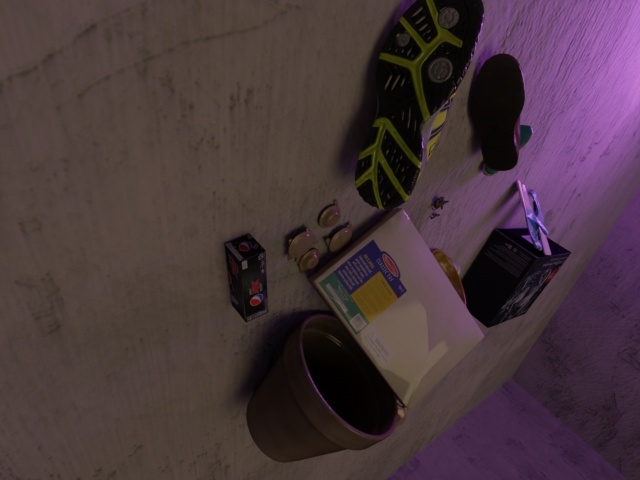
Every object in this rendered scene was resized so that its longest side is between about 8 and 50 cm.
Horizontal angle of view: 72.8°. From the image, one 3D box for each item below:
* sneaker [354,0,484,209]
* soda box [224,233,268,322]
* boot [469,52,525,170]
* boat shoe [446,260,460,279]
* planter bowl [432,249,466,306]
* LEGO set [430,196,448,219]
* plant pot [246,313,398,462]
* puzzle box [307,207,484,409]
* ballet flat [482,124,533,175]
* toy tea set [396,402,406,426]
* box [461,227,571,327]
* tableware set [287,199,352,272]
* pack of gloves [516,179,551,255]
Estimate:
[{"bbox_3d":[0.164,-0.250,0.780,0.384,0.145,0.147,-68,170,23],"label":"sneaker"},{"bbox_3d":[-0.137,0.074,0.815,0.053,0.060,0.168,-24,138,-30],"label":"soda box"},{"bbox_3d":[0.416,-0.308,1.004,0.115,0.113,0.305,-65,148,-28],"label":"boot"},{"bbox_3d":[0.378,0.144,1.400,0.063,0.066,0.184,33,101,-39],"label":"boat shoe"},{"bbox_3d":[0.346,0.142,1.299,0.090,0.217,0.217,-24,157,34],"label":"planter bowl"},{"bbox_3d":[0.306,-0.091,1.141,0.054,0.023,0.083,-14,146,-34],"label":"LEGO set"},{"bbox_3d":[-0.021,0.387,1.062,0.280,0.323,0.323,-42,147,23],"label":"plant pot"},{"bbox_3d":[0.191,0.161,1.030,0.272,0.052,0.408,-38,105,-12],"label":"puzzle box"},{"bbox_3d":[0.498,-0.243,1.171,0.168,0.057,0.052,-46,172,6],"label":"ballet flat"},{"bbox_3d":[0.128,0.604,1.547,0.336,0.124,0.199,-26,108,2],"label":"toy tea set"},{"bbox_3d":[0.713,0.129,1.619,0.343,0.179,0.312,-3,127,-43],"label":"box"},{"bbox_3d":[0.000,0.000,0.917,0.169,0.020,0.141,-37,145,-15],"label":"tableware set"},{"bbox_3d":[0.709,-0.074,1.402,0.046,0.231,0.195,-19,162,40],"label":"pack of gloves"}]
